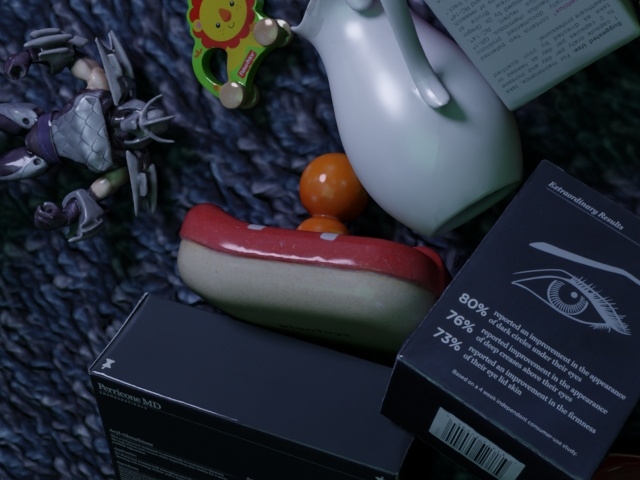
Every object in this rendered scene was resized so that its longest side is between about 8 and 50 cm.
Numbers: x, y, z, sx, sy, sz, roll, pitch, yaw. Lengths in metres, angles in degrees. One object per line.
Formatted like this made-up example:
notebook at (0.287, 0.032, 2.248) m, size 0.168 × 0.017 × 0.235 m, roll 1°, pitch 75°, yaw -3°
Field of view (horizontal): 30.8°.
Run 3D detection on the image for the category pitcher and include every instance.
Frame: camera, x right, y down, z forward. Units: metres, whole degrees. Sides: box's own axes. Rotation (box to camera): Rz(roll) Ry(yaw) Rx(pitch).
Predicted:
pitcher at (0.064, -0.115, 0.857) m, size 0.125 × 0.178 × 0.207 m, roll -30°, pitch 81°, yaw -6°

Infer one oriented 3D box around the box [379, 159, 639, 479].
box at (0.164, 0.072, 0.840) m, size 0.153 × 0.207 × 0.108 m, roll 34°, pitch 154°, yaw 14°

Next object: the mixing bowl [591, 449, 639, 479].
mixing bowl at (0.244, 0.235, 0.907) m, size 0.181 × 0.098 × 0.181 m, roll 5°, pitch 103°, yaw 20°

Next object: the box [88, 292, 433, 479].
box at (-0.044, 0.169, 0.963) m, size 0.261 × 0.103 × 0.184 m, roll 16°, pitch 139°, yaw 17°

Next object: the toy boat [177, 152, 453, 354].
toy boat at (0.000, 0.000, 0.948) m, size 0.231 × 0.151 × 0.151 m, roll 7°, pitch 73°, yaw 19°

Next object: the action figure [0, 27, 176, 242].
action figure at (-0.257, -0.087, 1.035) m, size 0.285 × 0.099 × 0.185 m, roll -6°, pitch 93°, yaw 18°

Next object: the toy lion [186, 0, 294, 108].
toy lion at (-0.078, -0.175, 0.985) m, size 0.096 × 0.034 × 0.100 m, roll 37°, pitch 112°, yaw 18°

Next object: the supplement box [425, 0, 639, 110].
supplement box at (0.117, -0.219, 0.811) m, size 0.114 × 0.111 × 0.220 m, roll -32°, pitch 116°, yaw 25°
